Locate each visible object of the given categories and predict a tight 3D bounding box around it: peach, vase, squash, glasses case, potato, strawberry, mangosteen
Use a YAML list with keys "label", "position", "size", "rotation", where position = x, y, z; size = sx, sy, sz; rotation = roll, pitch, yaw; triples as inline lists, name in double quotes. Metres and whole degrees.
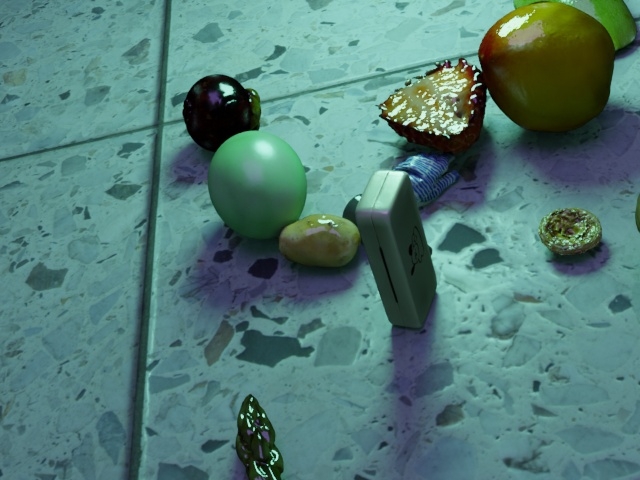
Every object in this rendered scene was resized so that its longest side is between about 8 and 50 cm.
- label: "peach"
  position: [0.508, -0.399, 2.080]
  size: [0.308, 0.289, 0.289]
  rotation: [22, 50, 2]
- label: "vase"
  position: [0.145, -0.015, 1.959]
  size: [0.086, 0.086, 0.214]
  rotation: [-36, 51, -21]
- label: "squash"
  position: [0.687, -0.581, 2.405]
  size: [0.233, 0.210, 0.309]
  rotation: [-24, 71, -11]
- label: "glasses case"
  position: [0.148, 0.020, 1.742]
  size: [0.070, 0.313, 0.131]
  rotation: [3, 46, 25]
- label: "potato"
  position: [0.000, 0.000, 1.963]
  size: [0.178, 0.109, 0.118]
  rotation: [3, 25, 13]
- label: "strawberry"
  position: [0.304, -0.294, 2.149]
  size: [0.253, 0.150, 0.280]
  rotation: [-42, 41, -17]
- label: "mangosteen"
  position: [-0.247, -0.320, 2.322]
  size: [0.209, 0.210, 0.210]
  rotation: [-9, 43, 8]

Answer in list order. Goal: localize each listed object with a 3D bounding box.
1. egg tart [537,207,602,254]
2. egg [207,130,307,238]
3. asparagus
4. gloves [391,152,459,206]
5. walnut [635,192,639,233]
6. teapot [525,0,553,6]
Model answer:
- label: "egg tart"
  position: [0.505, -0.011, 1.864]
  size: [0.128, 0.049, 0.129]
  rotation: [-6, 48, 7]
- label: "egg"
  position: [-0.139, -0.123, 2.051]
  size: [0.220, 0.220, 0.270]
  rotation: [-22, 43, -6]
- label: "asparagus"
  position: [-0.104, 0.384, 1.615]
  size: [0.080, 0.080, 0.287]
  rotation: [-17, 45, -1]
- label: "gloves"
  position: [0.226, -0.137, 2.061]
  size: [0.119, 0.097, 0.229]
  rotation: [43, 54, 8]
- label: "walnut"
  position: [0.719, -0.034, 1.663]
  size: [0.313, 0.277, 0.252]
  rotation: [-20, 4, -12]
- label: "teapot"
  position: [0.545, -0.498, 2.308]
  size: [0.252, 0.178, 0.135]
  rotation: [-23, -2, 36]
